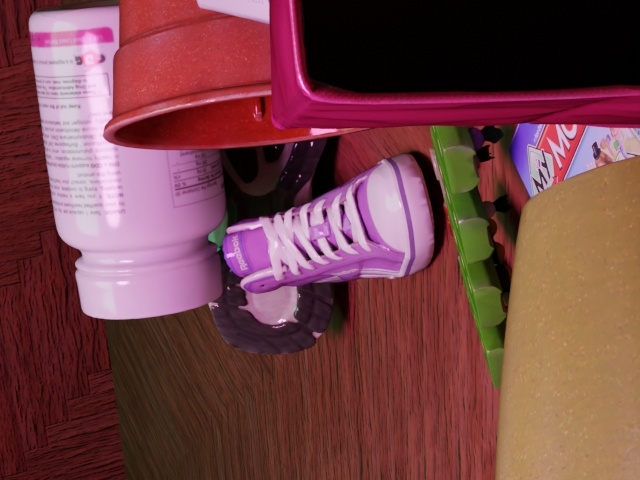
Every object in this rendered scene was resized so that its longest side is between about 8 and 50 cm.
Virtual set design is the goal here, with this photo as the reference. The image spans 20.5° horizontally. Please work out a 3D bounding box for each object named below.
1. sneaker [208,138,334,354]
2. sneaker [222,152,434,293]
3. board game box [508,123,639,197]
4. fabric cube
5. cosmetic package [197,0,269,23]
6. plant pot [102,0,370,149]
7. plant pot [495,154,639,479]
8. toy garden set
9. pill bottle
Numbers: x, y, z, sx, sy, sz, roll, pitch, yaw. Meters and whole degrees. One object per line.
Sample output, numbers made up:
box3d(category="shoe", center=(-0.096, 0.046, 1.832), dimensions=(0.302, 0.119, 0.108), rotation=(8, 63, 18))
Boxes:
box3d(category="sneaker", center=(-0.064, -0.094, 1.815), dimensions=(0.182, 0.158, 0.410), rotation=(-95, 6, -62))
box3d(category="sneaker", center=(0.000, 0.001, 1.598), dimensions=(0.282, 0.161, 0.102), rotation=(141, 117, -71))
box3d(category="board game box", center=(0.203, -0.063, 1.048), dimensions=(0.317, 0.046, 0.213), rotation=(103, 149, -57))
box3d(category="fabric cube", center=(0.104, -0.176, 0.745), dimensions=(0.258, 0.259, 0.254), rotation=(-160, 69, -86))
box3d(category="cosmetic package", center=(0.043, -0.225, 1.140), dimensions=(0.225, 0.224, 0.138), rotation=(-147, 46, -68))
box3d(category="plant pot", center=(-0.056, -0.227, 1.465), dimensions=(0.272, 0.272, 0.265), rotation=(155, 110, -74))
box3d(category="plant pot", center=(0.192, 0.110, 0.843), dimensions=(0.275, 0.275, 0.293), rotation=(130, 130, -71))
box3d(category="toy garden set", center=(0.115, -0.047, 1.329), dimensions=(0.204, 0.049, 0.244), rotation=(-102, -3, -47))
box3d(category="pill bottle", center=(-0.173, -0.080, 1.637), dimensions=(0.160, 0.160, 0.283), rotation=(-154, 56, -70))
